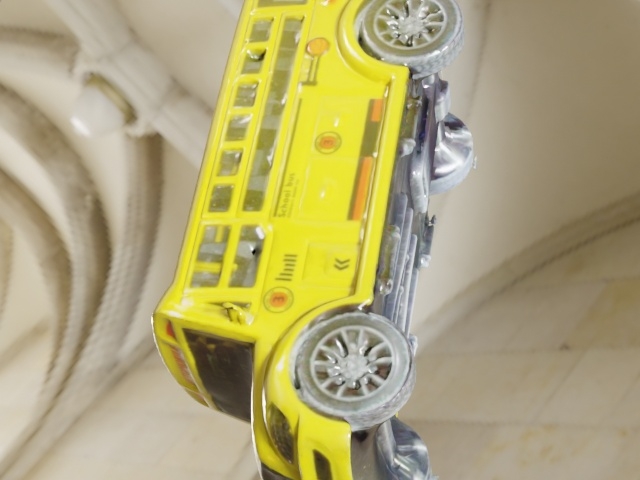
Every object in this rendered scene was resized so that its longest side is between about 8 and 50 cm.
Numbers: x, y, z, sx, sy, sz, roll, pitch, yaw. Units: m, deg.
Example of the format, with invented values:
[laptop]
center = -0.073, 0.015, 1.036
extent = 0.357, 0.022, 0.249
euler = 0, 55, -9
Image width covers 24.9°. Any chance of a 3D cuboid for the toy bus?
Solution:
[toy bus]
center = 0.000, 0.000, 0.822
extent = 0.152, 0.330, 0.144
euler = 4, -32, 11
